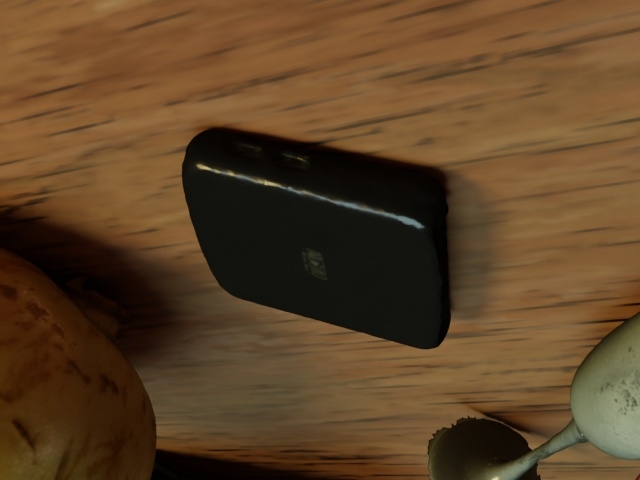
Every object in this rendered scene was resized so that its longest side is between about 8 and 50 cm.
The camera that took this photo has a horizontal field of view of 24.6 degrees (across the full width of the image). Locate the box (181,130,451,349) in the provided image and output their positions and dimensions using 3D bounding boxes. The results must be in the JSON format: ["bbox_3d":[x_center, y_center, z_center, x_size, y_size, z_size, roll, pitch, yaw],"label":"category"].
[{"bbox_3d":[0.000,0.000,0.677,0.125,0.027,0.126,15,151,15],"label":"box"}]

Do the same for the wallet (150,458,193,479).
[{"bbox_3d":[-0.028,0.245,0.986,0.262,0.071,0.221,15,145,47],"label":"wallet"}]

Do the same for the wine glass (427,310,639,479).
[{"bbox_3d":[0.136,0.076,0.676,0.074,0.074,0.262,26,148,-10],"label":"wine glass"}]

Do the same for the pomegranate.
[{"bbox_3d":[-0.191,0.096,0.790,0.215,0.215,0.215,15,150,9],"label":"pomegranate"}]

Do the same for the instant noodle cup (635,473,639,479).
[{"bbox_3d":[0.258,0.196,0.617,0.250,0.192,0.250,3,152,2],"label":"instant noodle cup"}]
